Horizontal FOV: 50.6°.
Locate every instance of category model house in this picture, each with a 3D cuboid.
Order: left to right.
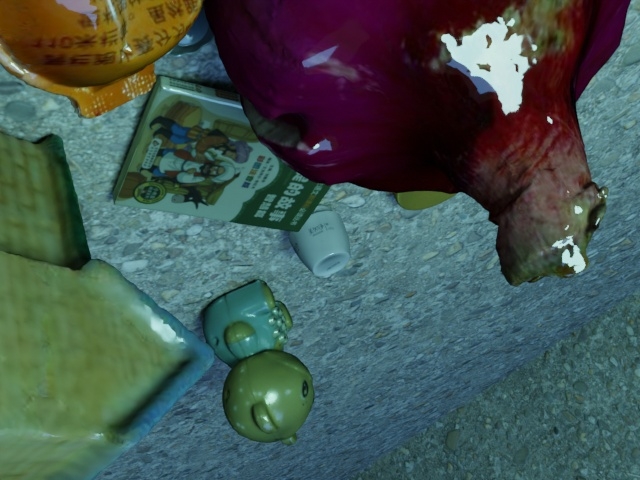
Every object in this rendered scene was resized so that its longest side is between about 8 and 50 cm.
[{"bbox_3d":[-0.338,0.095,0.662,0.334,0.382,0.342,-39,147,25],"label":"model house"}]

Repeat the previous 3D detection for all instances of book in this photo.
[{"bbox_3d":[-0.102,-0.096,0.848,0.264,0.027,0.202,8,138,-29],"label":"book"}]

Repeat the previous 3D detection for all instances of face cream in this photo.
[{"bbox_3d":[0.000,0.000,1.067,0.091,0.095,0.091,-19,150,-11],"label":"face cream"}]

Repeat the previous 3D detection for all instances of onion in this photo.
[{"bbox_3d":[0.122,-0.159,0.568,0.398,0.420,0.399,-18,141,-15],"label":"onion"}]

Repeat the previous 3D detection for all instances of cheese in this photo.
[{"bbox_3d":[-0.166,-0.242,0.457,0.217,0.129,0.330,-42,143,-39],"label":"cheese"}]

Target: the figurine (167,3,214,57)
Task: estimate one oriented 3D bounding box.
[{"bbox_3d":[-0.137,-0.214,0.614,0.082,0.095,0.086,15,173,-5],"label":"figurine"}]

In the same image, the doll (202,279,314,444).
[{"bbox_3d":[-0.106,0.223,1.181,0.161,0.261,0.177,-24,152,1],"label":"doll"}]

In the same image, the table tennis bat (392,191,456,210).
[{"bbox_3d":[0.194,-0.139,1.040,0.198,0.050,0.321,-29,154,0],"label":"table tennis bat"}]
